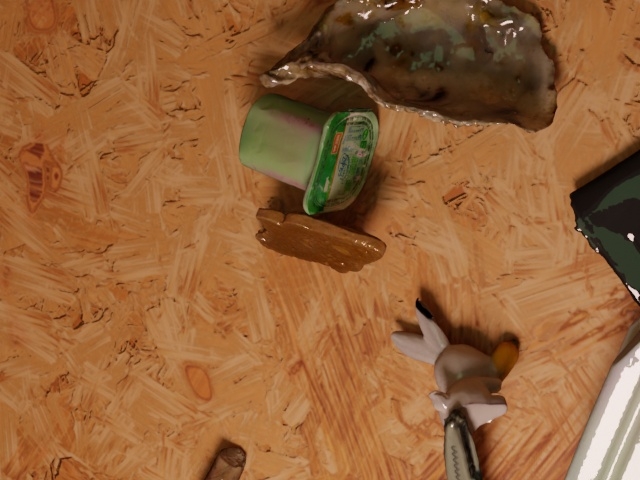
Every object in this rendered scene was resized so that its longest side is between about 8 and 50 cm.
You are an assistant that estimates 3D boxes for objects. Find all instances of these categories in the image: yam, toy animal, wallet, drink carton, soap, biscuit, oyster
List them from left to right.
[{"bbox_3d":[-0.179,0.415,1.944,0.057,0.057,0.241,32,111,15],"label":"yam"},{"bbox_3d":[-0.021,-0.128,1.737,0.142,0.144,0.146,22,107,28],"label":"drink carton"},{"bbox_3d":[0.000,0.000,1.740,0.250,0.162,0.035,6,70,49],"label":"biscuit"},{"bbox_3d":[0.125,-0.253,1.672,0.396,0.111,0.204,15,81,16],"label":"oyster"},{"bbox_3d":[0.184,0.164,1.714,0.127,0.181,0.131,29,120,-28],"label":"toy animal"},{"bbox_3d":[0.450,0.207,1.577,0.208,0.115,0.346,22,114,14],"label":"soap"},{"bbox_3d":[0.499,-0.070,1.563,0.378,0.051,0.197,-35,86,26],"label":"wallet"}]

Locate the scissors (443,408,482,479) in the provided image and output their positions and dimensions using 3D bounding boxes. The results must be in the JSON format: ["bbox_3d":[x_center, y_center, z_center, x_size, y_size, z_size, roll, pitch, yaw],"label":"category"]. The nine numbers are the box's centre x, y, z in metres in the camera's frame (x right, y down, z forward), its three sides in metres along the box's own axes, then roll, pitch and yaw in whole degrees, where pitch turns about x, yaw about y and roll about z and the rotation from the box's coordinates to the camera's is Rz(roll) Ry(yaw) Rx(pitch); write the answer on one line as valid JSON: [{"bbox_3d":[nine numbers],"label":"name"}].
[{"bbox_3d":[0.193,0.329,1.707,0.138,0.041,0.289,7,132,23],"label":"scissors"}]
